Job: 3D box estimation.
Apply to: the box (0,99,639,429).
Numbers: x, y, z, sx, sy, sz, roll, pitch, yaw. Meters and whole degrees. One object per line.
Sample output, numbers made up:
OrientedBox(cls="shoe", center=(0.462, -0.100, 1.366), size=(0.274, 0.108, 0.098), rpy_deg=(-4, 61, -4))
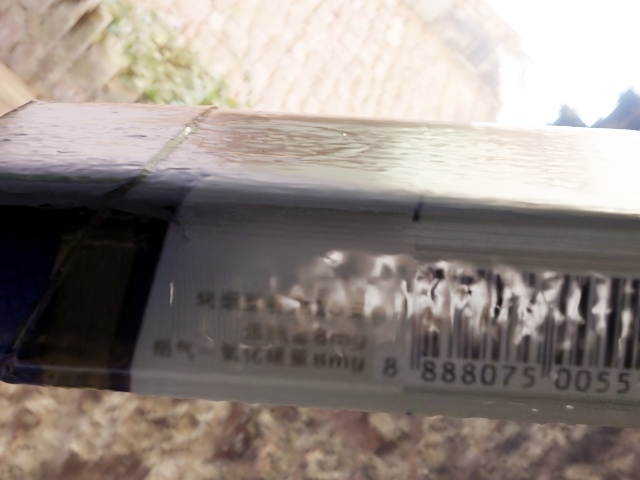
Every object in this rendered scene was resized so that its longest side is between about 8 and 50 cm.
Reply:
OrientedBox(cls="box", center=(0.000, 0.000, 0.455), size=(0.168, 0.259, 0.071), rpy_deg=(-73, 167, -74))
